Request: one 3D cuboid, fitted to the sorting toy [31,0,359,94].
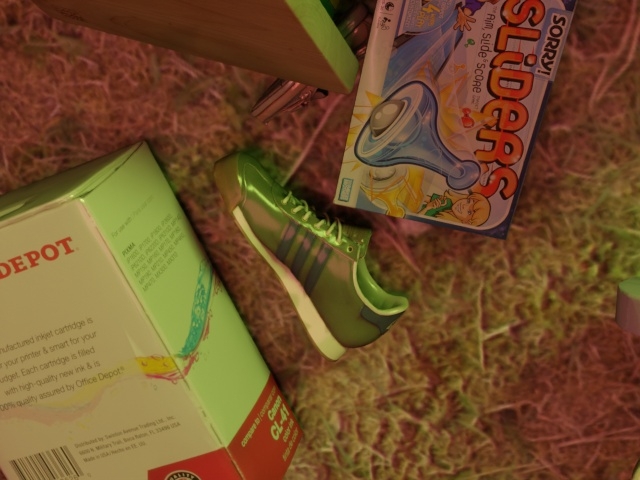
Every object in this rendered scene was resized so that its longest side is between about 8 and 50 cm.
[{"bbox_3d":[-0.111,-0.207,0.858,0.257,0.255,0.089,17,82,18],"label":"sorting toy"}]

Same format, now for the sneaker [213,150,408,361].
[{"bbox_3d":[0.000,0.000,1.033,0.086,0.064,0.192,-26,105,20],"label":"sneaker"}]

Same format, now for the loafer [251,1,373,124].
[{"bbox_3d":[0.000,-0.124,0.978,0.039,0.045,0.125,41,118,-14],"label":"loafer"}]

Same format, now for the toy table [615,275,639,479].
[{"bbox_3d":[0.339,0.117,0.885,0.274,0.252,0.161,6,101,28],"label":"toy table"}]

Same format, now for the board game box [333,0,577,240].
[{"bbox_3d":[0.094,-0.106,0.943,0.136,0.035,0.201,11,119,0],"label":"board game box"}]

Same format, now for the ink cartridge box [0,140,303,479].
[{"bbox_3d":[-0.186,0.099,1.103,0.226,0.131,0.306,-18,107,26],"label":"ink cartridge box"}]
